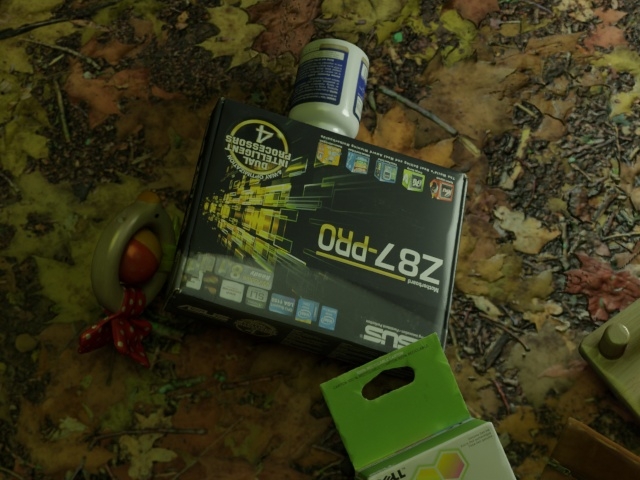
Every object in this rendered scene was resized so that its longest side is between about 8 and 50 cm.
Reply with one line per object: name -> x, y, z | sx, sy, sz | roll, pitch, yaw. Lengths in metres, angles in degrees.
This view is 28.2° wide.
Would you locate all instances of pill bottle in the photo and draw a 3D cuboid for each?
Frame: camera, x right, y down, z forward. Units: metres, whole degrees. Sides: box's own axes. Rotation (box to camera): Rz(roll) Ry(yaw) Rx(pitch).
pill bottle -> 0.009, -0.207, 1.976 | 0.112, 0.112, 0.186 | 8, 64, 6

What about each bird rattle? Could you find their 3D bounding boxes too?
bird rattle -> -0.270, 0.044, 1.824 | 0.143, 0.207, 0.253 | 25, 57, 33

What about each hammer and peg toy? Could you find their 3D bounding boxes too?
hammer and peg toy -> 0.578, 0.147, 1.776 | 0.361, 0.127, 0.266 | -32, 67, -13

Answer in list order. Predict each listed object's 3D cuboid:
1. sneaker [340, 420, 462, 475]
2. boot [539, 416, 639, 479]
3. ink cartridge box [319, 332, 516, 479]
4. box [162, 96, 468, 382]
sneaker -> 0.114, 0.283, 1.768 | 0.089, 0.051, 0.170 | 39, 69, 21
boot -> 0.398, 0.403, 1.672 | 0.280, 0.096, 0.264 | 21, 94, 22
ink cartridge box -> 0.133, 0.276, 1.694 | 0.189, 0.097, 0.255 | -23, 91, -10
box -> 0.000, 0.000, 1.821 | 0.395, 0.097, 0.318 | 18, 65, -12
